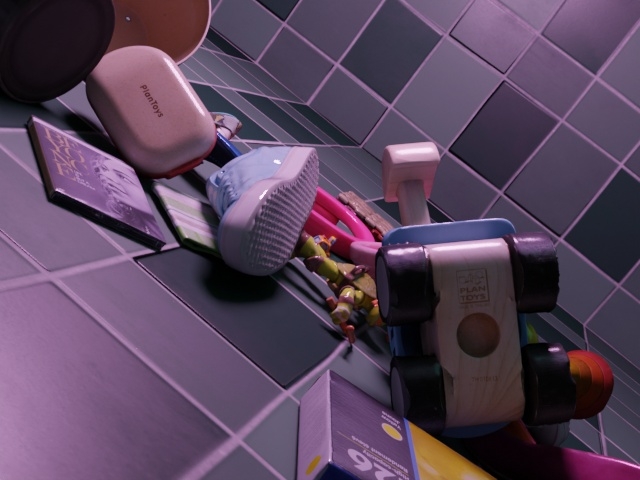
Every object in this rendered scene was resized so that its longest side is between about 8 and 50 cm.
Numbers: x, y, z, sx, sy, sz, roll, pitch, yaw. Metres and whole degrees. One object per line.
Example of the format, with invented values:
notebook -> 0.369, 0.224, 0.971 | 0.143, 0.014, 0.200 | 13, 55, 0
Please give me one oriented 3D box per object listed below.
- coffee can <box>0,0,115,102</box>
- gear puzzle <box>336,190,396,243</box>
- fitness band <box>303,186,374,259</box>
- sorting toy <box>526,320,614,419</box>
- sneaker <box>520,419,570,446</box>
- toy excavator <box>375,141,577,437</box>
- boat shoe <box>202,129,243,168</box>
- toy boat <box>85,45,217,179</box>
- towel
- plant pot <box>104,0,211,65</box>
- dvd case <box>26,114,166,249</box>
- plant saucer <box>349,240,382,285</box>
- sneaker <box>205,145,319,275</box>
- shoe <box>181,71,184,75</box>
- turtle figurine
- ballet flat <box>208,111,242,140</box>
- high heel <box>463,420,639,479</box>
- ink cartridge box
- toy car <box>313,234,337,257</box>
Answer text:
coffee can -> -0.462, -0.359, 1.361 | 0.275, 0.202, 0.201 | 41, 13, 18
gear puzzle -> 0.168, 0.013, 2.145 | 0.339, 0.044, 0.175 | 42, 11, 5
fitness band -> -0.019, -0.064, 1.863 | 0.290, 0.054, 0.209 | 34, 13, -10
sorting toy -> 0.323, 0.185, 1.642 | 0.365, 0.127, 0.126 | 26, -4, 35
sneaker -> 0.311, 0.257, 1.550 | 0.252, 0.111, 0.103 | 53, -26, -14
toy excavator -> 0.168, 0.052, 1.369 | 0.222, 0.433, 0.445 | -6, -2, -6
boat shoe -> -0.230, -0.175, 1.620 | 0.258, 0.089, 0.109 | 38, -1, 27
toy boat -> -0.267, -0.186, 1.469 | 0.231, 0.151, 0.151 | 57, -22, 15
towel -> -0.181, -0.022, 1.358 | 0.113, 0.023, 0.152 | 24, 20, -39
plant pot -> -0.373, -0.424, 1.794 | 0.284, 0.284, 0.191 | 34, -23, -16
dvd case -> -0.296, -0.079, 1.240 | 0.164, 0.018, 0.221 | 28, 16, -36
plant saucer -> 0.212, 0.068, 1.713 | 0.332, 0.084, 0.332 | 9, 3, -1
sneaker -> -0.109, -0.046, 1.388 | 0.150, 0.135, 0.366 | 2, 19, 13
shoe -> -0.299, -0.293, 1.842 | 0.219, 0.076, 0.058 | -134, -156, -70
turtle figurine -> 0.033, 0.066, 1.461 | 0.217, 0.087, 0.269 | 40, 13, 13
ballet flat -> -0.228, -0.211, 1.800 | 0.221, 0.077, 0.079 | 13, 46, -52
high heel -> 0.318, 0.277, 1.277 | 0.127, 0.181, 0.377 | 29, 15, -34
ink cartridge box -> 0.113, 0.287, 0.951 | 0.303, 0.072, 0.307 | 36, 11, -10
toy car -> 0.000, 0.000, 1.715 | 0.060, 0.041, 0.122 | 36, 13, -5
